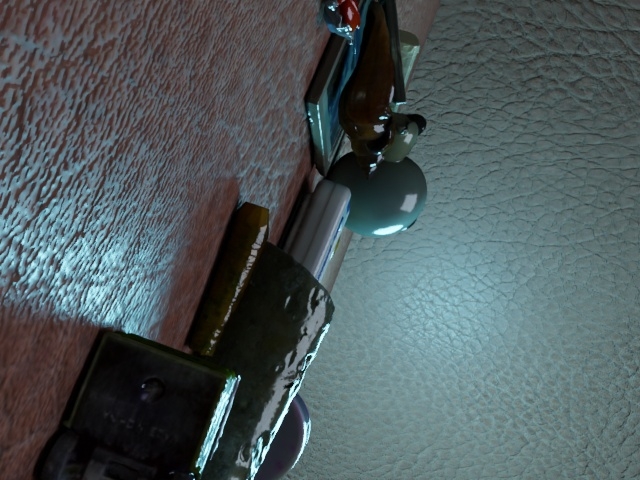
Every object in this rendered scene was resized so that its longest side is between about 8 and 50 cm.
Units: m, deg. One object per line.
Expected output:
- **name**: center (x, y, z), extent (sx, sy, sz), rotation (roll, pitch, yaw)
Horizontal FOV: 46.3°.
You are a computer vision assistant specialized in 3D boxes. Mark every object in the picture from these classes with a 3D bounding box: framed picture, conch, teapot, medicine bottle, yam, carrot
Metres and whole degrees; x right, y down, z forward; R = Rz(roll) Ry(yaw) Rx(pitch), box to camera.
- **framed picture**: center (0.035, -0.239, 1.071), extent (0.315, 0.024, 0.232), rotation (81, 31, -80)
- **conch**: center (0.061, -0.196, 1.012), extent (0.086, 0.080, 0.233), rotation (-119, -162, -51)
- **teapot**: center (0.124, -0.311, 1.460), extent (0.107, 0.077, 0.200), rotation (-96, -160, -55)
- **medicine bottle**: center (-0.093, 0.288, 1.150), extent (0.254, 0.152, 0.152), rotation (86, 25, -78)
- **yam**: center (-0.088, 0.172, 0.866), extent (0.133, 0.133, 0.330), rotation (81, 31, -80)
- **framed picture**: center (0.101, -0.281, 1.108), extent (0.203, 0.015, 0.150), rotation (-92, 175, -77)
- **carrot**: center (-0.095, 0.042, 0.777), extent (0.042, 0.042, 0.171), rotation (-2, 115, -84)

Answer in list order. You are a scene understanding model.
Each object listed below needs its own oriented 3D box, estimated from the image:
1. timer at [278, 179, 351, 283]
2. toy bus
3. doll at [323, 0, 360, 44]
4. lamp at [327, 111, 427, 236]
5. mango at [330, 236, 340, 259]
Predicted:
- **timer**: center (-0.028, 0.032, 1.218), extent (0.178, 0.078, 0.253), rotation (89, 22, -80)
- **toy bus**: center (-0.151, 0.220, 0.540), extent (0.139, 0.113, 0.302), rotation (85, 26, -87)
- **doll**: center (0.022, -0.251, 0.807), extent (0.114, 0.039, 0.057), rotation (74, 3, -60)
- **lamp**: center (0.113, -0.125, 1.432), extent (0.198, 0.197, 0.244), rotation (-58, 160, -65)
- **mango**: center (0.000, 0.000, 1.358), extent (0.114, 0.057, 0.079), rotation (-56, -136, 30)
